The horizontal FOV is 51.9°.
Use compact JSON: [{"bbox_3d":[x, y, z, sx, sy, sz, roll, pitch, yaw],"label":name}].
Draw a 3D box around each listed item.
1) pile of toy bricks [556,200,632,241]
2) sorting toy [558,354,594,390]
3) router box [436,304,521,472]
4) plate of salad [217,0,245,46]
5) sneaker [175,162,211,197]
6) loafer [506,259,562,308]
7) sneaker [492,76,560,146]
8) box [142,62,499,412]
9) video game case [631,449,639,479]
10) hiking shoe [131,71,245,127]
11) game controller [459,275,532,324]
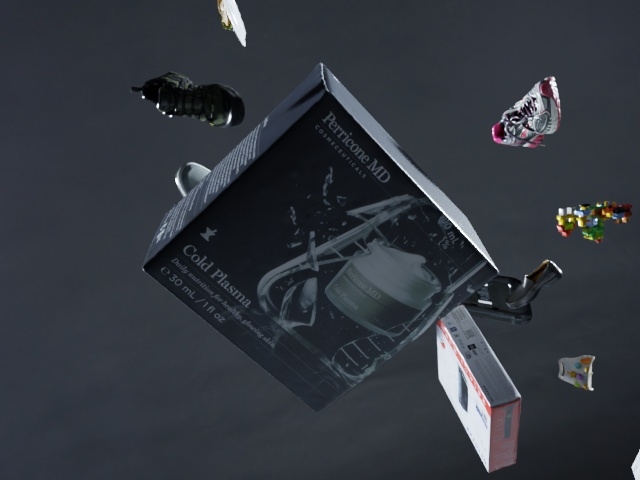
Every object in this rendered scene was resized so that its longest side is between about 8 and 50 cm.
[{"bbox_3d":[0.788,-0.046,1.878,0.212,0.105,0.118,-10,15,-24],"label":"pile of toy bricks"},{"bbox_3d":[0.591,0.307,1.527,0.075,0.083,0.045,9,19,43],"label":"sorting toy"},{"bbox_3d":[0.418,0.396,1.772,0.082,0.301,0.335,-16,40,-6],"label":"router box"},{"bbox_3d":[-0.262,-0.646,1.873,0.048,0.199,0.200,-20,9,6],"label":"plate of salad"},{"bbox_3d":[-0.219,-0.086,1.653,0.178,0.295,0.123,1,53,50],"label":"sneaker"},{"bbox_3d":[0.564,0.116,1.771,0.170,0.061,0.062,-41,27,5],"label":"loafer"},{"bbox_3d":[0.517,-0.304,1.642,0.112,0.120,0.299,-2,-15,0],"label":"sneaker"},{"bbox_3d":[0.000,0.000,1.319,0.472,0.480,0.297,-42,20,14],"label":"box"},{"bbox_3d":[0.591,0.443,1.180,0.011,0.087,0.122,-2,44,6],"label":"video game case"},{"bbox_3d":[-0.249,-0.257,1.246,0.227,0.086,0.114,21,32,28],"label":"hiking shoe"},{"bbox_3d":[0.559,0.188,2.211,0.067,0.166,0.319,-20,17,-37],"label":"game controller"}]
